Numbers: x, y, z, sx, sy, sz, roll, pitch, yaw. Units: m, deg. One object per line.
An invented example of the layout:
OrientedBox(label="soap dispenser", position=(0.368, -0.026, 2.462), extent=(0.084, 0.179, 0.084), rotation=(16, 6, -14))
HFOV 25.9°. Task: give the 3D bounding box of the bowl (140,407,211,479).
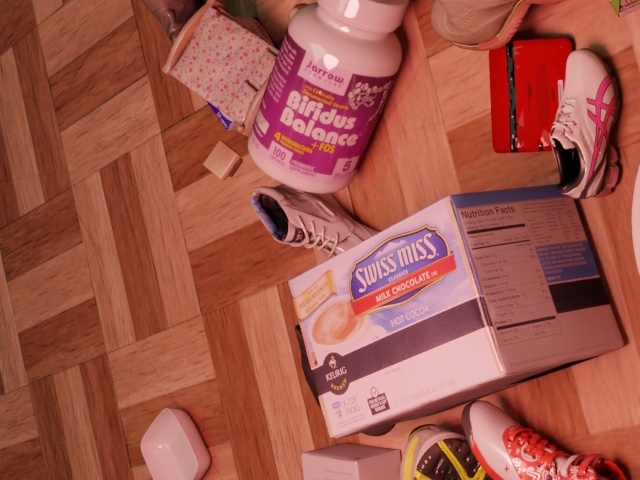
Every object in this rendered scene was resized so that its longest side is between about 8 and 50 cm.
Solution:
OrientedBox(label="bowl", position=(-0.249, 0.377, 2.461), extent=(0.142, 0.053, 0.142), rotation=(-54, 55, 39))

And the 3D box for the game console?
OrientedBox(label="game console", position=(0.274, -0.187, 1.806), extent=(0.124, 0.085, 0.144), rotation=(-2, 94, 18))

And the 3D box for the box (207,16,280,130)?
OrientedBox(label="box", position=(-0.126, -0.266, 2.219), extent=(0.126, 0.072, 0.137), rotation=(54, 131, 29))

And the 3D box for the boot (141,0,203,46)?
OrientedBox(label="boot", position=(-0.236, -0.356, 2.230), extent=(0.083, 0.246, 0.161), rotation=(-18, 75, 17))

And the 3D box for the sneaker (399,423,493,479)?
OrientedBox(label="sneaker", position=(0.177, 0.436, 1.937), extent=(0.147, 0.145, 0.385), rotation=(-125, 36, -73))

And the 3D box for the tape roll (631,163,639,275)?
OrientedBox(label="tape roll", position=(0.513, -0.014, 1.504), extent=(0.392, 0.072, 0.392), rotation=(9, 102, 48))

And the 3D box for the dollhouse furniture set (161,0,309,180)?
OrientedBox(label="dollhouse furniture set", position=(-0.180, -0.326, 2.082), extent=(0.303, 0.174, 0.355), rotation=(37, 99, 25))

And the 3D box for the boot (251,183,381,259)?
OrientedBox(label="boot", position=(0.000, 0.000, 2.065), extent=(0.258, 0.123, 0.095), rotation=(42, 125, 38))

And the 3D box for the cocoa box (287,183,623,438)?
OrientedBox(label="cocoa box", position=(0.165, 0.092, 1.800), extent=(0.347, 0.231, 0.228), rotation=(-29, 74, 48))

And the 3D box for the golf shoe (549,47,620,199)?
OrientedBox(label="golf shoe", position=(0.319, -0.144, 1.703), extent=(0.067, 0.086, 0.186), rotation=(-4, 90, 51))

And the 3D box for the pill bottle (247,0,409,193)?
OrientedBox(label="pill bottle", position=(0.016, -0.231, 1.982), extent=(0.169, 0.169, 0.301), rotation=(46, 128, 36))

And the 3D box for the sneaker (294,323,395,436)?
OrientedBox(label="sneaker", position=(0.046, 0.219, 2.046), extent=(0.286, 0.109, 0.130), rotation=(-127, 32, -61))

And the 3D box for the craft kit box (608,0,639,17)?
OrientedBox(label="craft kit box", position=(0.305, -0.416, 1.589), extent=(0.246, 0.061, 0.250), rotation=(67, 177, -69))

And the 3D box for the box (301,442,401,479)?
OrientedBox(label="box", position=(0.052, 0.398, 2.081), extent=(0.130, 0.091, 0.170), rotation=(-1, 94, 50))

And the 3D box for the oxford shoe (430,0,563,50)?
OrientedBox(label="oxford shoe", position=(0.190, -0.330, 1.701), extent=(0.397, 0.146, 0.140), rotation=(149, 125, -74))

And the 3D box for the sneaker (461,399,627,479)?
OrientedBox(label="sneaker", position=(0.300, 0.289, 1.781), extent=(0.145, 0.090, 0.270), rotation=(-51, 61, 39))
